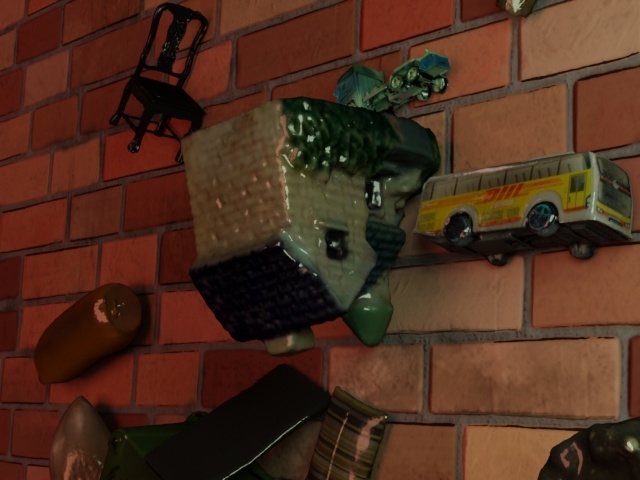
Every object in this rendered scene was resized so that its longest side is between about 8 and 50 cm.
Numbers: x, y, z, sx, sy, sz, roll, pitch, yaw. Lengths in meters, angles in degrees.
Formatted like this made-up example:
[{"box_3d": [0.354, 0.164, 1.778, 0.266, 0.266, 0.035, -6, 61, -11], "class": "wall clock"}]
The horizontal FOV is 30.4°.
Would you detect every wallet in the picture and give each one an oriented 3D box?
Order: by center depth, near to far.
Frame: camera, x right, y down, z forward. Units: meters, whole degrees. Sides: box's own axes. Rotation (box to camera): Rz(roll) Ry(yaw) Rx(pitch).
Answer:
[{"box_3d": [-0.108, 0.258, 1.586, 0.124, 0.244, 0.025, 28, 142, 48], "class": "wallet"}]

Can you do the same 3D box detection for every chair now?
[{"box_3d": [-0.244, -0.257, 1.916, 0.113, 0.106, 0.229, 46, 117, 44], "class": "chair"}]

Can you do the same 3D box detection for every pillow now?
[{"box_3d": [0.024, 0.303, 1.545, 0.113, 0.038, 0.203, 22, 98, 49], "class": "pillow"}]

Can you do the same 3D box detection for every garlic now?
[{"box_3d": [-0.377, 0.411, 1.944, 0.143, 0.112, 0.318, -46, 62, 29], "class": "garlic"}]

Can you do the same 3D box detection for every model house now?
[{"box_3d": [-0.002, 0.000, 1.445, 0.243, 0.298, 0.284, -12, 76, 41], "class": "model house"}]

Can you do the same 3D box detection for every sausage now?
[{"box_3d": [-0.420, 0.175, 2.031, 0.328, 0.112, 0.112, -34, 58, 42], "class": "sausage"}]

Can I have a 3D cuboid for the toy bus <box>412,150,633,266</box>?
[{"box_3d": [0.230, -0.036, 1.350, 0.268, 0.092, 0.106, -7, 67, 48], "class": "toy bus"}]

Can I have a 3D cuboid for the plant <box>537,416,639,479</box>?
[{"box_3d": [0.337, 0.247, 1.030, 0.188, 0.276, 0.198, -40, 49, 44], "class": "plant"}]

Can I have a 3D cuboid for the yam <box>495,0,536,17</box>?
[{"box_3d": [0.265, -0.384, 1.404, 0.057, 0.057, 0.241, 29, 103, 48], "class": "yam"}]

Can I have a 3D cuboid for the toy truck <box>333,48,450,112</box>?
[{"box_3d": [0.094, -0.212, 1.553, 0.175, 0.067, 0.081, -28, 61, 42], "class": "toy truck"}]

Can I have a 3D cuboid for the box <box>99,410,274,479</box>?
[{"box_3d": [-0.194, 0.410, 1.647, 0.329, 0.178, 0.252, 35, 113, 52], "class": "box"}]
